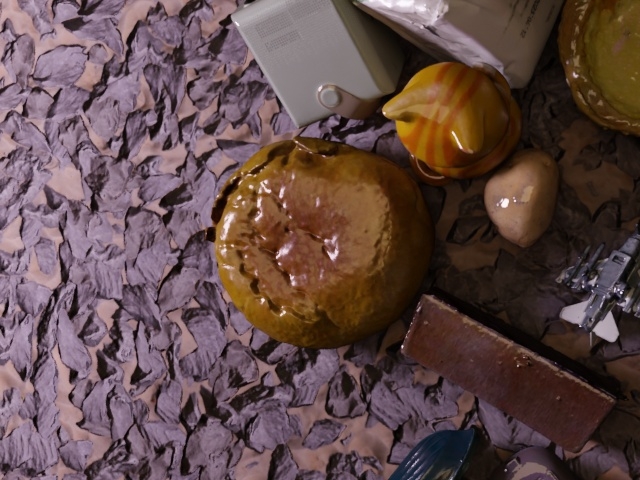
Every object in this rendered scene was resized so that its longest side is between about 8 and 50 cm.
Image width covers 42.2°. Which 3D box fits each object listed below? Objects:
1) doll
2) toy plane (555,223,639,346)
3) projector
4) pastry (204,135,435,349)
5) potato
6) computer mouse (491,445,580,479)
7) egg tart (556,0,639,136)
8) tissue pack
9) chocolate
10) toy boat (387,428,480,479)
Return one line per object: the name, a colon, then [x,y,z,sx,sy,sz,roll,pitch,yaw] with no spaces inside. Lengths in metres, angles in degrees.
doll: [0.194,-0.170,1.184,0.167,0.270,0.162,17,88,19]
toy plane: [0.432,0.045,1.208,0.160,0.082,0.234,28,95,41]
projector: [0.007,-0.294,1.255,0.177,0.163,0.242,-18,121,28]
pastry: [0.000,0.000,1.283,0.356,0.164,0.355,-1,86,12]
potato: [0.301,-0.067,1.237,0.112,0.112,0.147,17,86,15]
computer mouse: [0.353,0.412,1.219,0.120,0.057,0.232,-41,80,10]
egg tart: [0.477,-0.279,1.192,0.294,0.123,0.293,-1,87,11]
tissue pack: [0.238,-0.430,1.177,0.194,0.266,0.356,25,93,45]
chocolate: [0.278,0.190,1.229,0.321,0.112,0.111,28,102,14]
toy boat: [0.143,0.399,1.248,0.122,0.114,0.296,38,96,-7]
